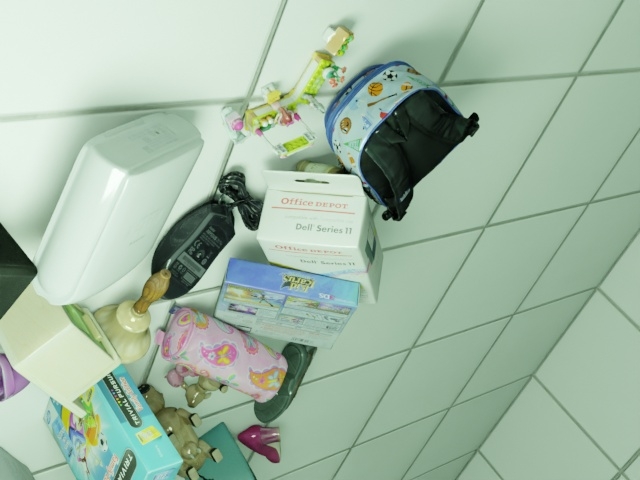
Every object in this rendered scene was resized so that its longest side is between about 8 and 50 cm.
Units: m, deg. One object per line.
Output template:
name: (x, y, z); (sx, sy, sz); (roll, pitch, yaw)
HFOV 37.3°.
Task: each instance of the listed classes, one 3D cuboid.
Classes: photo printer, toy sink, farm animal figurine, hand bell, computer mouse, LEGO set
photo printer: (-0.331, -0.042, 1.521); (0.308, 0.107, 0.256); (-58, 172, 28)
toy sink: (-0.457, 0.186, 1.686); (0.131, 0.153, 0.234); (-37, 143, -6)
farm animal figurine: (-0.321, 0.382, 2.098); (0.330, 0.172, 0.327); (-18, 102, -34)
hand bell: (-0.326, 0.117, 1.732); (0.126, 0.126, 0.242); (-11, 156, -40)
computer mouse: (-0.230, -0.006, 1.805); (0.272, 0.072, 0.188); (-48, 150, -11)
LEGO set: (-0.030, -0.243, 1.665); (0.287, 0.107, 0.132); (-37, 150, -5)

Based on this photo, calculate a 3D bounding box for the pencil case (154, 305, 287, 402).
pencil case: (-0.206, 0.242, 1.999); (0.284, 0.124, 0.124); (30, 109, -33)

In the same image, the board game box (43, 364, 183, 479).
board game box: (-0.413, 0.384, 1.841); (0.079, 0.336, 0.254); (-11, 139, -40)

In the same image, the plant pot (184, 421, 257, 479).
plant pot: (-0.246, 0.636, 2.468); (0.165, 0.234, 0.166); (-33, 150, -12)

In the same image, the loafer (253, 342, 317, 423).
loafer: (-0.083, 0.366, 2.440); (0.084, 0.096, 0.268); (-11, 138, -49)

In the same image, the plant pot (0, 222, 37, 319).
plant pot: (-0.545, 0.046, 1.416); (0.187, 0.188, 0.167); (-48, 163, 13)

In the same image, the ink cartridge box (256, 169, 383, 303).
ink cartridge box: (0.000, 0.000, 1.876); (0.353, 0.207, 0.119); (68, 30, -61)

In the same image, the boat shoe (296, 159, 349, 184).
boat shoe: (0.023, -0.086, 1.975); (0.105, 0.089, 0.285); (-56, 157, -17)

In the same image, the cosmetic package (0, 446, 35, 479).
cosmetic package: (-0.702, 0.591, 1.802); (0.329, 0.327, 0.394); (-34, 150, -12)

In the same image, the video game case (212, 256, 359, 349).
video game case: (-0.077, 0.134, 1.959); (0.269, 0.061, 0.244); (12, 153, -8)

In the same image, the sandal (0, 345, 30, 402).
sandal: (-0.602, 0.243, 1.622); (0.169, 0.102, 0.416); (-35, 161, -4)

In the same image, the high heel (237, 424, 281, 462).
high heel: (-0.170, 0.577, 2.660); (0.117, 0.082, 0.244); (-4, 157, -4)

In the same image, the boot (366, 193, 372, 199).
boot: (0.132, -0.136, 2.062); (0.106, 0.037, 0.114); (-34, 149, 16)

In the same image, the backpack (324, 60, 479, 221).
backpack: (0.135, -0.214, 1.792); (0.276, 0.213, 0.263); (-50, 156, 0)
